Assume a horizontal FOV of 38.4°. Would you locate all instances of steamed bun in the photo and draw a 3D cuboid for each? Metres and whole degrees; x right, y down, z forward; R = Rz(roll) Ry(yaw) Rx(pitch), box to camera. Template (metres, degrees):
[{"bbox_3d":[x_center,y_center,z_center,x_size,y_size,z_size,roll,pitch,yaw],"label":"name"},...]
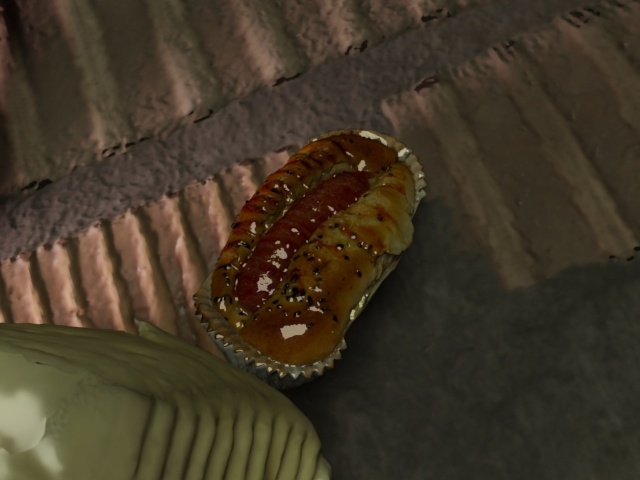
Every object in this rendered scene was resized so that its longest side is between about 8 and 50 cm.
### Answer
[{"bbox_3d":[-0.166,0.173,0.427,0.272,0.273,0.290,0,64,23],"label":"steamed bun"}]

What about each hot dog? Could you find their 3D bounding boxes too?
[{"bbox_3d":[0.000,0.000,0.529,0.099,0.053,0.192,23,54,15],"label":"hot dog"}]
